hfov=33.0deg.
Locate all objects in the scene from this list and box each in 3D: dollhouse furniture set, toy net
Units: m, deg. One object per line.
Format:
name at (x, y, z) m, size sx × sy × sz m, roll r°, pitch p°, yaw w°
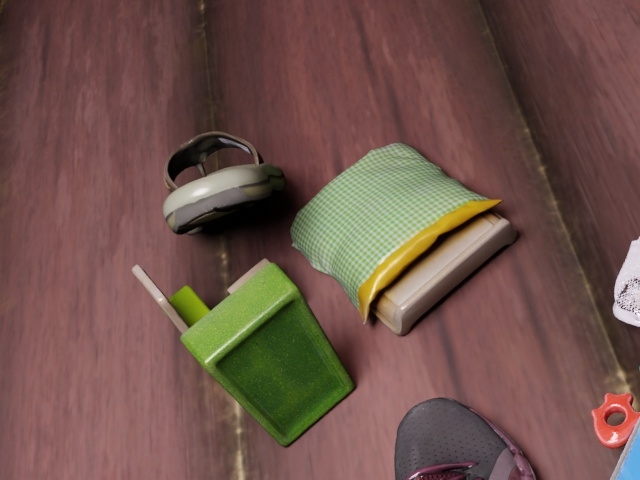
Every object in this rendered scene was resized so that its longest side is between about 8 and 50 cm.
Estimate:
dollhouse furniture set at (0.000, 0.000, 0.969) m, size 0.301 × 0.151 × 0.197 m, roll -40°, pitch 45°, yaw -8°
toy net at (0.262, 0.097, 0.821) m, size 0.122 × 0.045 × 0.232 m, roll -19°, pitch 44°, yaw 16°

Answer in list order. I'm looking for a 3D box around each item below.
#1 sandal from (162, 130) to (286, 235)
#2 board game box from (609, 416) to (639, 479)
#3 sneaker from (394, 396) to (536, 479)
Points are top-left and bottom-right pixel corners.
sandal at (-0.100, -0.065, 1.041) m, size 0.120 × 0.086 × 0.303 m, roll -27°, pitch 3°, yaw -3°
board game box at (0.365, 0.164, 0.543) m, size 0.302 × 0.086 × 0.308 m, roll -4°, pitch 30°, yaw -36°
sneaker at (0.100, 0.193, 0.737) m, size 0.106 × 0.162 × 0.281 m, roll -26°, pitch 45°, yaw 7°
